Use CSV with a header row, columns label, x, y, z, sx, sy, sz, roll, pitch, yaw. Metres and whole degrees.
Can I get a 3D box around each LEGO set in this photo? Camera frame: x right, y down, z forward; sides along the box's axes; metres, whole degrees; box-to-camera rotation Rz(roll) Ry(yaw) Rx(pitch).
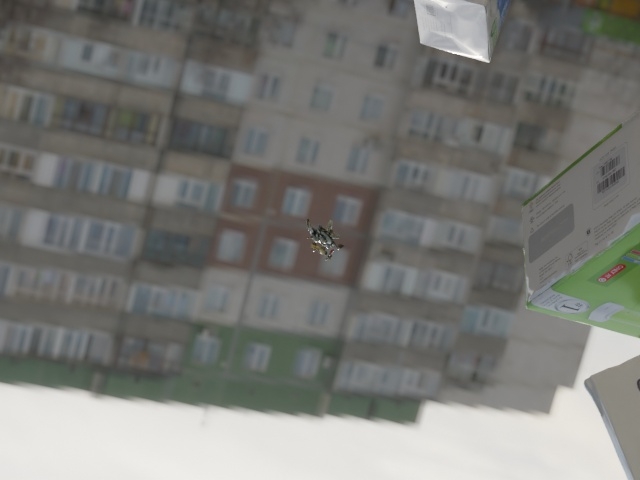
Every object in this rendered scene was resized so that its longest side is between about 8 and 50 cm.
label,x,y,z,sx,sy,sz,roll,pitch,yaw
LEGO set,0.002,0.002,2.028,0.054,0.083,0.023,31,-118,27

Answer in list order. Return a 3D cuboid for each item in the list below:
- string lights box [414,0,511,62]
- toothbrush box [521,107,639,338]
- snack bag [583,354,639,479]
label,x,y,z,sx,sy,sz,roll,pitch,yaw
string lights box,0.168,-0.321,1.622,0.077,0.259,0.133,18,166,12
toothbrush box,0.360,0.005,1.561,0.283,0.122,0.206,16,147,-22
snack bag,0.478,0.169,1.910,0.343,0.037,0.323,-26,-151,9
